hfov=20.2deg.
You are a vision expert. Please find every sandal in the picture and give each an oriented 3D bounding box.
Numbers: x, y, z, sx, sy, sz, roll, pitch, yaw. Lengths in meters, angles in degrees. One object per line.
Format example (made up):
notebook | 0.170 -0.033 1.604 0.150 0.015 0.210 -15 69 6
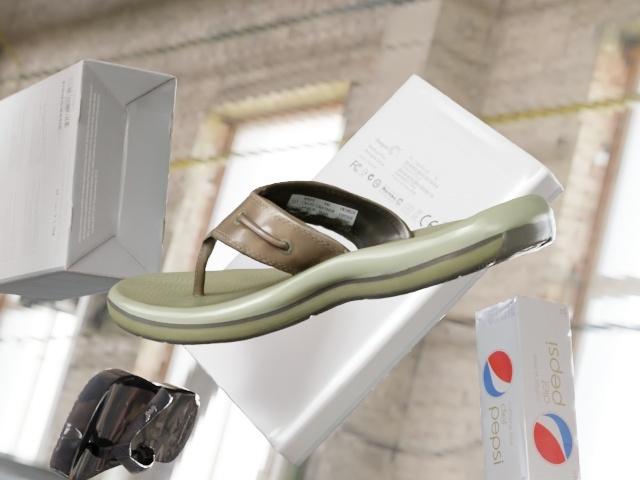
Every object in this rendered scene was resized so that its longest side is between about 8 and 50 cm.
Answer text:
sandal | 0.002 -0.001 1.116 0.303 0.086 0.120 -15 5 28
sandal | -0.157 0.163 1.580 0.054 0.097 0.254 22 7 19

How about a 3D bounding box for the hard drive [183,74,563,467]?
hard drive | 0.036 0.021 1.710 0.047 0.353 0.233 46 -3 -42

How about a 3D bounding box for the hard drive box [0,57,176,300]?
hard drive box | -0.219 -0.047 1.581 0.089 0.181 0.232 9 -9 -28

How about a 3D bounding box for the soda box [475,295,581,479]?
soda box | 0.209 0.169 1.801 0.074 0.216 0.069 10 -21 -33
